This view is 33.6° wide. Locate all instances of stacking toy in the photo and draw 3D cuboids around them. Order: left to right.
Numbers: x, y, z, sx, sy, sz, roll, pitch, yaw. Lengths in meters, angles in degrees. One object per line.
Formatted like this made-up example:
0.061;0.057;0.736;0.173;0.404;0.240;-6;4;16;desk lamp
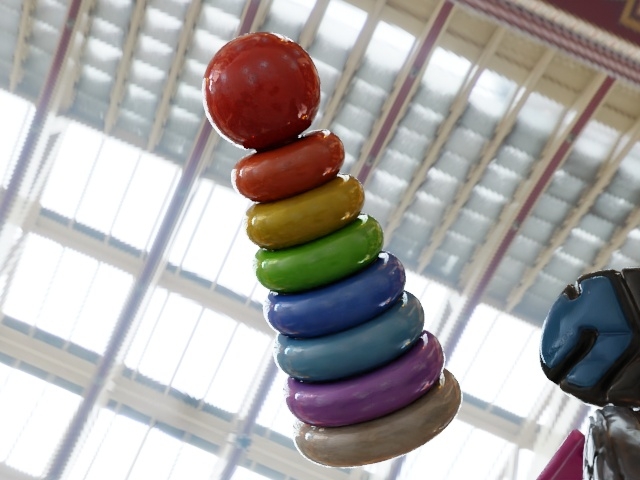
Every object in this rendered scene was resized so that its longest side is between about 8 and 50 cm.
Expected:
0.000;0.000;0.815;0.141;0.141;0.330;-21;-77;-12;stacking toy

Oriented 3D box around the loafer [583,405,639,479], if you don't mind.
0.167;0.135;0.477;0.078;0.223;0.076;-3;-77;3;loafer

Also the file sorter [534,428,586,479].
0.207;0.332;0.764;0.202;0.182;0.290;38;-92;-17;file sorter

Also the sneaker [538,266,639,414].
0.322;0.077;0.694;0.140;0.341;0.125;32;-111;-44;sneaker
